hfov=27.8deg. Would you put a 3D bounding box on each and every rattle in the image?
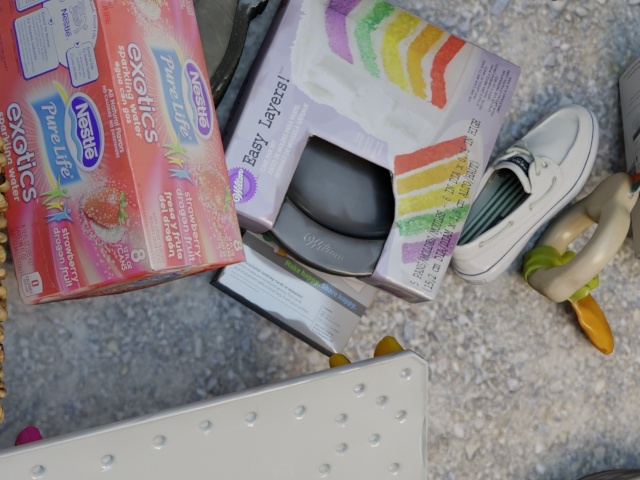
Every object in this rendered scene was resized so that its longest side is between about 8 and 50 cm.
[{"bbox_3d":[0.315,0.003,1.317,0.143,0.130,0.199,42,91,1],"label":"rattle"}]

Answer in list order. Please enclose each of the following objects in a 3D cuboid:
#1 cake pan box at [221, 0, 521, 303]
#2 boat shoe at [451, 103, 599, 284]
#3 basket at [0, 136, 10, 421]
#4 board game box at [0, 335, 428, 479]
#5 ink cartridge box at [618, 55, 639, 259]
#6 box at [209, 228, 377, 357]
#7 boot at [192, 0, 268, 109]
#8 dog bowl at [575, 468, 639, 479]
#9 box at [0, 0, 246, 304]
[{"bbox_3d":[0.037,-0.096,1.242,0.246,0.070,0.266,25,79,-10],"label":"cake pan box"},{"bbox_3d":[0.208,-0.058,1.312,0.226,0.083,0.076,-56,146,-14],"label":"boat shoe"},{"bbox_3d":[-0.361,0.041,1.017,0.214,0.299,0.223,0,85,-18],"label":"basket"},{"bbox_3d":[-0.094,0.291,1.120,0.390,0.050,0.390,-12,120,-18],"label":"board game box"},{"bbox_3d":[0.409,-0.085,1.357,0.159,0.092,0.217,3,72,-11],"label":"ink cartridge box"},{"bbox_3d":[0.000,0.000,1.276,0.145,0.038,0.186,33,75,-12],"label":"box"},{"bbox_3d":[-0.143,-0.222,1.240,0.161,0.083,0.246,24,76,-4],"label":"boot"},{"bbox_3d":[0.349,0.388,1.272,0.349,0.102,0.348,4,69,-10],"label":"dog bowl"},{"bbox_3d":[-0.188,-0.107,1.131,0.142,0.154,0.300,-5,81,-59],"label":"box"}]
